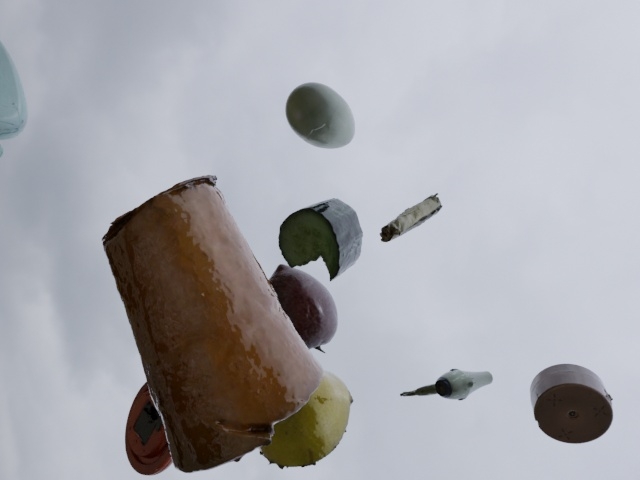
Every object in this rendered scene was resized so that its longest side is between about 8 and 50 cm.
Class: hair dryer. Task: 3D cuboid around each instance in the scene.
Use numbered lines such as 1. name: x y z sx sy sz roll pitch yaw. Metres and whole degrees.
1. hair dryer: 0.298 0.338 1.204 0.199 0.167 0.068 134 -51 -59

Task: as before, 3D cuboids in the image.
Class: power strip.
1. power strip: 0.515 0.334 1.072 0.154 0.078 0.154 5 -68 13

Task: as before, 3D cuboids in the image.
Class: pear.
1. pear: -0.058 0.388 1.232 0.267 0.267 0.178 41 -21 36

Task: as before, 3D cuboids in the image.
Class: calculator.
1. calculator: -0.568 -0.252 0.826 0.042 0.184 0.295 -32 -108 33

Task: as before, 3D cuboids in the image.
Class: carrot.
1. carrot: -0.132 0.082 0.558 0.196 0.196 0.254 -25 -85 46

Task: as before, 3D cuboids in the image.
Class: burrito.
1. burrito: 0.195 -0.049 1.106 0.045 0.185 0.041 57 -35 7

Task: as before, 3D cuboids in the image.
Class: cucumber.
1. cucumber: -0.003 -0.010 1.255 0.191 0.130 0.191 8 -74 29

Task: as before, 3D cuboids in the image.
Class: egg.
1. egg: 0.003 -0.322 1.369 0.151 0.209 0.151 -39 -147 32

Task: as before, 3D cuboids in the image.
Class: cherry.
1. cherry: -0.070 0.212 1.548 0.203 0.230 0.300 -175 -116 -84

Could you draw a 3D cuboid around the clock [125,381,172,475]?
1. clock: -0.353 0.389 1.110 0.205 0.051 0.205 -21 -123 36
